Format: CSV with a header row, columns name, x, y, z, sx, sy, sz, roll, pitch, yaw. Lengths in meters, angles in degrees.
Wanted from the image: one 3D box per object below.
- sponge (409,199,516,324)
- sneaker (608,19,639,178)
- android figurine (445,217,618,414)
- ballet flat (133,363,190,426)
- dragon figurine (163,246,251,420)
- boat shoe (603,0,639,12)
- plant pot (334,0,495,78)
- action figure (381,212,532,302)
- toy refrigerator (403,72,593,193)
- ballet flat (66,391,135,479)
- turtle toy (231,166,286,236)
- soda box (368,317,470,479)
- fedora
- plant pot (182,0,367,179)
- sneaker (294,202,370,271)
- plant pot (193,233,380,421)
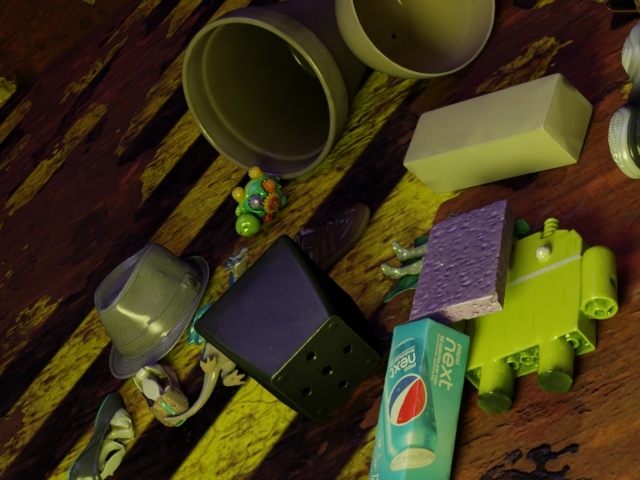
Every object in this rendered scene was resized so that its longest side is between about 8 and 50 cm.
name,x,y,z,sx,sy,sz,roll,pitch,yaw
sponge,0.184,0.031,1.552,0.117,0.031,0.210,-20,28,26
sneaker,0.469,-0.203,1.556,0.153,0.101,0.268,-14,46,45
android figurine,0.258,0.083,1.497,0.248,0.056,0.273,-25,35,35
ballet flat,-0.270,0.239,2.003,0.073,0.067,0.206,-49,27,-6
dragon figurine,-0.156,0.154,1.924,0.289,0.085,0.144,-61,24,14
boat shoe,0.490,-0.358,1.774,0.073,0.073,0.207,-49,20,-4
plant pot,0.137,-0.407,2.139,0.284,0.284,0.191,-56,16,-20
action figure,0.194,0.009,1.688,0.232,0.063,0.137,-17,35,38
toy refrigerator,0.259,-0.150,1.783,0.269,0.094,0.102,-13,48,48
ballet flat,-0.345,0.331,1.992,0.074,0.074,0.203,-25,27,34
turtle toy,-0.112,-0.064,2.198,0.066,0.095,0.130,27,73,40
soda box,0.117,0.204,1.440,0.067,0.071,0.210,-21,50,50
fedora,-0.322,0.103,2.185,0.244,0.124,0.275,-26,28,38
plant pot,-0.050,-0.318,2.270,0.323,0.323,0.280,-19,19,41
sneaker,0.000,0.000,1.955,0.188,0.071,0.066,-48,27,-4
plant pot,-0.027,0.139,1.695,0.188,0.187,0.167,-46,40,-2
